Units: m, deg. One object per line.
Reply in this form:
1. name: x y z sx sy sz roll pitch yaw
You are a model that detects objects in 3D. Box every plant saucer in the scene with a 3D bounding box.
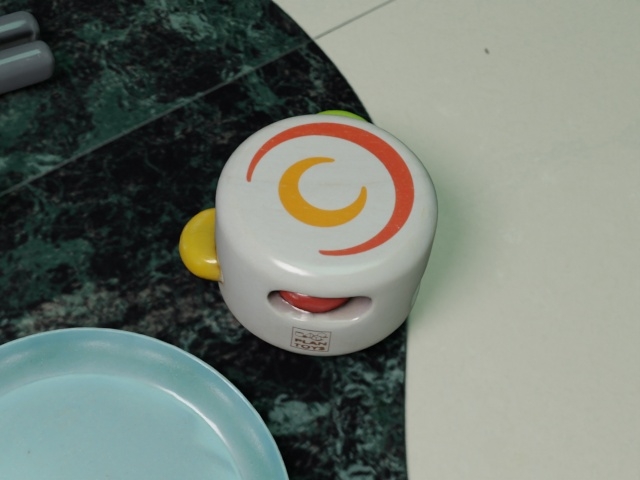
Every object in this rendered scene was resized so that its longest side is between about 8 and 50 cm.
1. plant saucer: -0.179 0.218 0.919 0.317 0.043 0.317 8 56 -12

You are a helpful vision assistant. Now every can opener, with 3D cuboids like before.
1. can opener: -0.382 -0.152 1.055 0.283 0.095 0.076 -21 68 -20

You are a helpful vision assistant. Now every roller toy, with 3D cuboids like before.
1. roller toy: 0.000 0.000 1.048 0.209 0.146 0.191 -33 64 -25
